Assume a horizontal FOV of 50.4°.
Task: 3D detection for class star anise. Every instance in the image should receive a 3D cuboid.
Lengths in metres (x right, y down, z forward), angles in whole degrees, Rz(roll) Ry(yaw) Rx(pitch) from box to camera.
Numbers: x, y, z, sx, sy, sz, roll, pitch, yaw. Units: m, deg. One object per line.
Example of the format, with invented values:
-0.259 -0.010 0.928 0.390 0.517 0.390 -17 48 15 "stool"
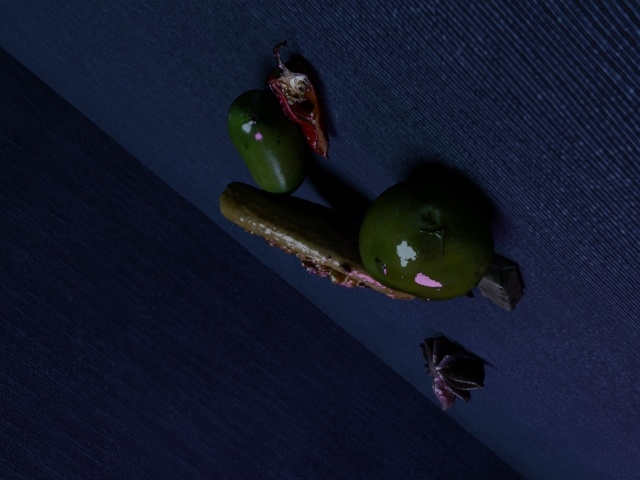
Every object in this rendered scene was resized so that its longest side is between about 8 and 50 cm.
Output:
0.345 0.345 1.825 0.198 0.110 0.257 60 161 23 "star anise"

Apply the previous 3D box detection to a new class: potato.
0.143 0.008 0.949 0.186 0.148 0.253 36 170 21 "potato"

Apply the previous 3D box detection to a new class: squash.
-0.080 -0.152 1.104 0.107 0.107 0.395 35 174 11 "squash"

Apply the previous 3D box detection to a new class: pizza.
0.000 0.000 1.286 0.409 0.114 0.278 27 -174 -12 "pizza"

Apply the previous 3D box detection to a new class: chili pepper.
-0.024 -0.190 0.936 0.268 0.059 0.050 54 -158 -64 "chili pepper"

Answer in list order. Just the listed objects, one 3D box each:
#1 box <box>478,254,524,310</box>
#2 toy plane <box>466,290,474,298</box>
0.271 0.062 1.037 0.062 0.045 0.098 31 169 37 "box"
0.209 0.062 1.194 0.189 0.061 0.130 44 167 -29 "toy plane"
